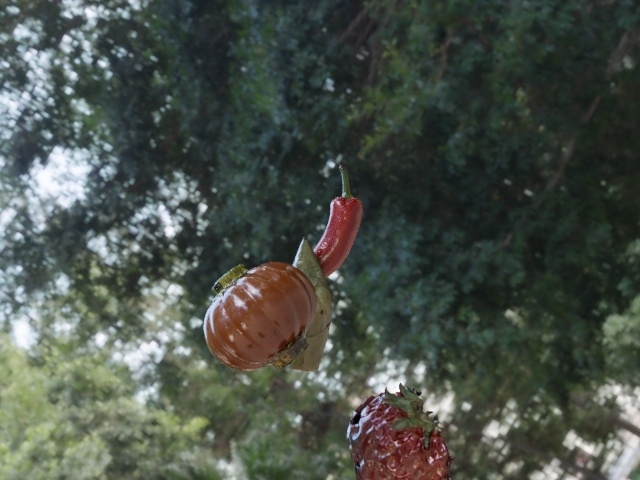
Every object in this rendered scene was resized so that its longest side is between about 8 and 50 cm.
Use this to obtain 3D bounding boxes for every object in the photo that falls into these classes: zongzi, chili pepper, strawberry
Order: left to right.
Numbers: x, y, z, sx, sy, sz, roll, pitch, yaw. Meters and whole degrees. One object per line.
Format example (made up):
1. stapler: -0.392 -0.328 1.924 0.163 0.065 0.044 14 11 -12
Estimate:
1. zongzi: -0.040 0.150 2.416 0.256 0.115 0.228 -101 15 -50
2. chili pepper: 0.003 0.008 2.492 0.368 0.137 0.092 -57 7 -2
3. strawberry: 0.127 0.424 2.044 0.150 0.253 0.280 2 -44 -23

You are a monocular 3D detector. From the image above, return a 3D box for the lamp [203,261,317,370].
1. lamp: -0.108 0.138 1.880 0.223 0.196 0.223 -40 -4 -3
